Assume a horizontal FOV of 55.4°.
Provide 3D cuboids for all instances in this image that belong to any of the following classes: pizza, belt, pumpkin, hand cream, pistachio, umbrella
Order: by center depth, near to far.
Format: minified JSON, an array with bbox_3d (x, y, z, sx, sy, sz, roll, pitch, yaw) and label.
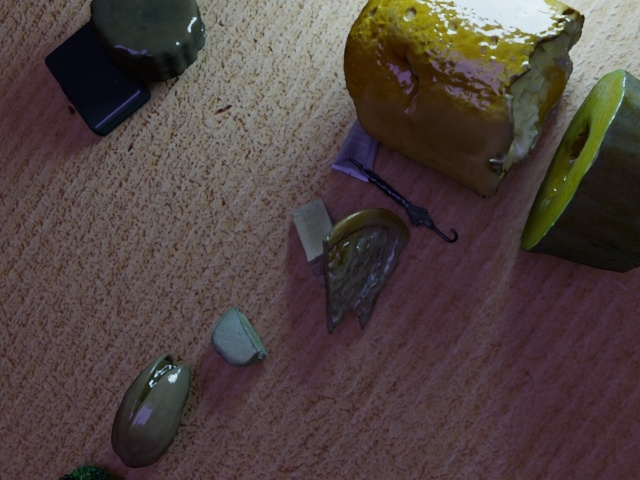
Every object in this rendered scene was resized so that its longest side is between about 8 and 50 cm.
[{"bbox_3d":[0.492,-0.095,1.000,0.199,0.332,0.333,25,88,10],"label":"pumpkin"},{"bbox_3d":[0.070,0.060,1.161,0.181,0.034,0.262,17,93,-32],"label":"pizza"},{"bbox_3d":[-0.331,0.337,1.201,0.135,0.136,0.226,21,78,12],"label":"pistachio"},{"bbox_3d":[0.155,-0.074,1.206,0.269,0.044,0.044,38,129,13],"label":"umbrella"},{"bbox_3d":[0.084,-0.199,1.236,0.084,0.053,0.142,24,103,13],"label":"hand cream"},{"bbox_3d":[-0.464,0.525,1.237,0.151,0.079,0.121,9,95,23],"label":"belt"}]

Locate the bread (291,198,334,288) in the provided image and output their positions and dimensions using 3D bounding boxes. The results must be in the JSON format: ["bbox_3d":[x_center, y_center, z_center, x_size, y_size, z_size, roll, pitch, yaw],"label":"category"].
[{"bbox_3d":[0.006,0.006,1.233,0.077,0.105,0.152,-23,48,8],"label":"bread"}]

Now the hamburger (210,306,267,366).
[{"bbox_3d":[-0.173,0.204,1.231,0.084,0.054,0.121,-34,76,9],"label":"hamburger"}]

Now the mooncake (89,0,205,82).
[{"bbox_3d":[-0.360,-0.449,1.292,0.228,0.124,0.228,1,68,-2],"label":"mooncake"}]

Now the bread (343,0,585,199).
[{"bbox_3d":[0.240,-0.317,1.092,0.394,0.250,0.361,31,79,13],"label":"bread"}]

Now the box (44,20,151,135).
[{"bbox_3d":[-0.496,-0.363,1.358,0.160,0.050,0.230,-38,79,4],"label":"box"}]
